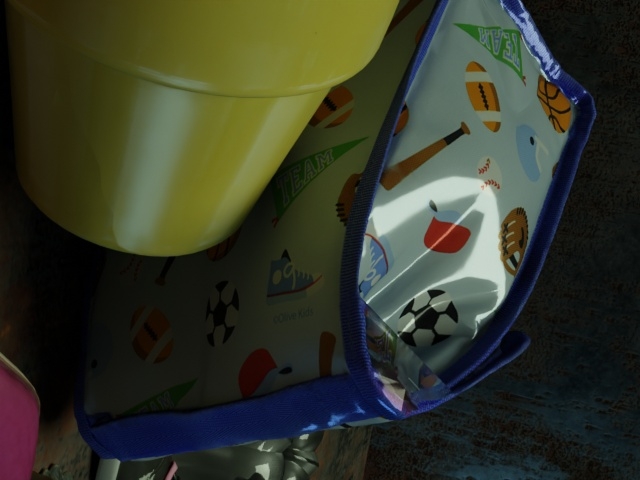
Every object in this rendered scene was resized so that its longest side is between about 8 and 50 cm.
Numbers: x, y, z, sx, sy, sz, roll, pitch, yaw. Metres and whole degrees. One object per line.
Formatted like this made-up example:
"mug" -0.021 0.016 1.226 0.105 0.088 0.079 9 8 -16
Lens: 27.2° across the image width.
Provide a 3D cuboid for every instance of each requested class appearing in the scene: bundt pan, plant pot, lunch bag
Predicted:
"bundt pan" -0.074 0.224 1.471 0.331 0.124 0.330 11 90 -79
"plant pot" -0.092 -0.129 0.833 0.254 0.254 0.239 -62 174 -54
"lunch bag" 0.000 0.000 1.029 0.239 0.328 0.385 47 48 -26

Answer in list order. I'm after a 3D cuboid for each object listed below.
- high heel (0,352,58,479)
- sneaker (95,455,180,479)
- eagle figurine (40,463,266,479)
"high heel" -0.230 0.158 0.709 0.377 0.127 0.181 75 34 -55
"sneaker" -0.124 0.271 1.221 0.104 0.147 0.295 -57 154 -56
"eagle figurine" -0.155 0.346 1.079 0.226 0.225 0.298 -23 135 -64
